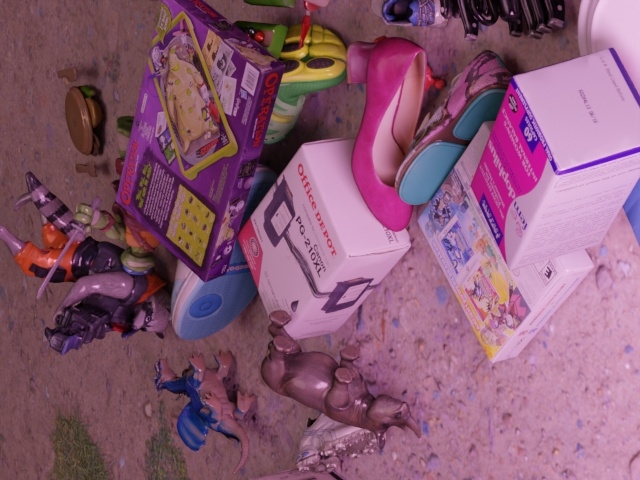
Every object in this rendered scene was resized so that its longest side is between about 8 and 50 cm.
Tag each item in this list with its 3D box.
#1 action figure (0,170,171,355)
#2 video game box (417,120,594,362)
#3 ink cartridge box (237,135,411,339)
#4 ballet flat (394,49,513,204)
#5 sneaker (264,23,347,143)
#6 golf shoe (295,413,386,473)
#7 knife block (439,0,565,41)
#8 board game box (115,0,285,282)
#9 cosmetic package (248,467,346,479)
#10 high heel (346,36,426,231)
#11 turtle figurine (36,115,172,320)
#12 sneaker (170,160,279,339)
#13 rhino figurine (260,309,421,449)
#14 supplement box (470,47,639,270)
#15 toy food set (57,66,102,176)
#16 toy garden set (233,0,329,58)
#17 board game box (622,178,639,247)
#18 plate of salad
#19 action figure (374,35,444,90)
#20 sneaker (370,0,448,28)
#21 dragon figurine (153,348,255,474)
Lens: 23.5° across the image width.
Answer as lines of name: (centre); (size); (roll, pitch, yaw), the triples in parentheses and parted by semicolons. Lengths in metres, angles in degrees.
action figure: (-0.380, 0.053, 2.465); (0.178, 0.330, 0.341); (-57, 4, 12)
video game box: (0.202, 0.002, 1.716); (0.187, 0.048, 0.205); (-56, 51, 46)
ink cartridge box: (0.000, 0.000, 1.993); (0.237, 0.100, 0.172); (-52, 54, 51)
ballet flat: (0.152, -0.132, 1.753); (0.221, 0.077, 0.079); (-54, 34, 43)
sneaker: (-0.057, -0.203, 2.056); (0.295, 0.109, 0.123); (-13, 130, 47)
golf shoe: (0.023, 0.253, 2.058); (0.176, 0.069, 0.086); (-29, 53, 48)
knife block: (0.189, -0.355, 1.611); (0.242, 0.088, 0.276); (48, 135, 42)
board game box: (-0.168, -0.138, 2.056); (0.208, 0.056, 0.347); (38, 130, 25)
cosmetic package: (-0.020, 0.477, 2.117); (0.153, 0.129, 0.296); (31, 122, 51)
high heel: (0.098, -0.121, 1.819); (0.117, 0.082, 0.244); (13, 114, 52)
turtle figurine: (-0.264, -0.037, 2.335); (0.198, 0.274, 0.266); (20, 114, 18)
sneaker: (-0.169, -0.025, 2.247); (0.208, 0.127, 0.319); (52, 129, 36)
rhino figurine: (0.025, 0.189, 1.959); (0.243, 0.073, 0.106); (28, 136, 17)
supplement box: (0.237, -0.075, 1.521); (0.220, 0.114, 0.111); (100, 151, -63)
toy food set: (-0.411, -0.210, 2.688); (0.132, 0.038, 0.192); (11, 112, 65)
toy garden set: (-0.041, -0.354, 1.946); (0.204, 0.049, 0.244); (17, 91, 55)
board game box: (0.337, -0.039, 1.477); (0.133, 0.033, 0.169); (114, 138, -65)
plate of salad: (0.326, -0.188, 1.463); (0.200, 0.048, 0.200); (27, 127, 44)
action figure: (0.108, -0.209, 1.836); (0.115, 0.030, 0.038); (41, 136, 41)
sneaker: (0.092, -0.278, 1.816); (0.135, 0.058, 0.052); (18, 113, 57)
dragon figurine: (-0.167, 0.267, 2.348); (0.289, 0.085, 0.144); (57, 141, 35)
